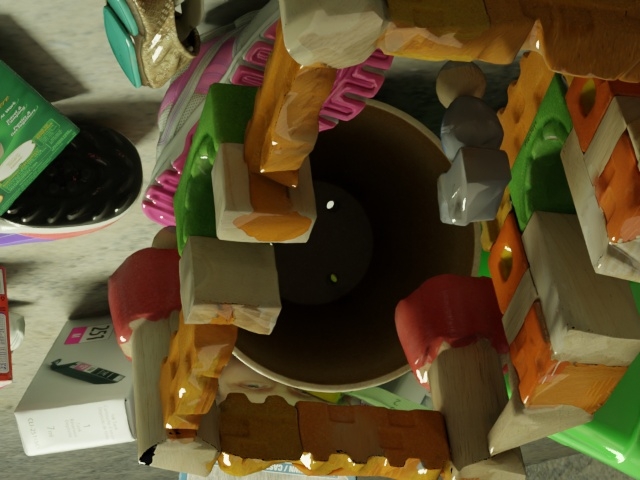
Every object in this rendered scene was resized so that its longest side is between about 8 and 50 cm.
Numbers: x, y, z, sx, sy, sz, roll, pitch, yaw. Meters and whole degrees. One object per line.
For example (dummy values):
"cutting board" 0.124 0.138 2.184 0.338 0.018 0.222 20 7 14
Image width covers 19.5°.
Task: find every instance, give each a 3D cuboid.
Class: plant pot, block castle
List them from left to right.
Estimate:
"plant pot" 0.000 0.000 1.598 0.237 0.237 0.254 -5 -179 -5
"block castle" 0.053 -0.048 1.161 0.303 0.212 0.453 6 136 -15

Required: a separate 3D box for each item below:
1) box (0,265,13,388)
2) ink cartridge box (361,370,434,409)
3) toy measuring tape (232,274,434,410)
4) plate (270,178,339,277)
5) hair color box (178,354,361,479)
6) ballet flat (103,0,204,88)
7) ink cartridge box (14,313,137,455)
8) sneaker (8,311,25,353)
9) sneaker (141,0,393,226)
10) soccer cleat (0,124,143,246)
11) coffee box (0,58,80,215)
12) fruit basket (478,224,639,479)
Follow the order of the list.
"box" -0.457 0.098 1.907 0.257 0.128 0.123 1 164 -30
"ink cartridge box" 0.114 0.138 2.018 0.092 0.218 0.158 34 172 -14
"toy measuring tape" 0.025 0.097 1.822 0.330 0.121 0.121 22 175 20
"plate" 0.035 -0.002 1.902 0.277 0.045 0.278 3 163 -36
"hair color box" -0.045 0.160 1.918 0.174 0.105 0.347 6 -151 -1
"ballet flat" -0.110 -0.159 1.198 0.067 0.073 0.206 -33 171 -7
"ink cartridge box" -0.195 0.147 2.095 0.239 0.060 0.275 -9 -162 8
"sneaker" -0.418 0.134 2.160 0.115 0.090 0.232 1 166 -39
"sneaker" -0.045 -0.118 1.302 0.103 0.111 0.252 24 129 -34
"soccer cleat" -0.305 -0.032 1.515 0.318 0.108 0.116 -6 171 -10
"coffee box" -0.253 -0.077 1.366 0.113 0.040 0.184 -47 164 0
"fruit basket" 0.271 0.051 1.665 0.392 0.282 0.392 17 -179 0
